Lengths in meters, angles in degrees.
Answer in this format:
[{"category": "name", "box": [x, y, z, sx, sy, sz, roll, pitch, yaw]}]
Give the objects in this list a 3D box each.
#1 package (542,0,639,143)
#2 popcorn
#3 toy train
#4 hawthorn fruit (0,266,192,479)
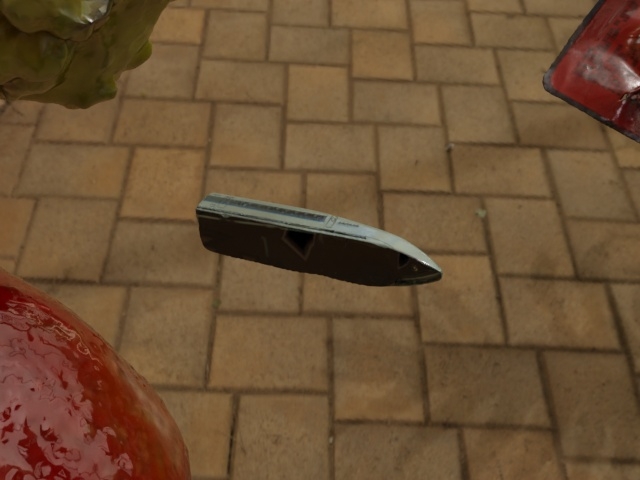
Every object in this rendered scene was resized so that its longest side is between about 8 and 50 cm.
[{"category": "package", "box": [0.436, -0.196, 0.933, 0.269, 0.071, 0.194, 36, 86, -2]}, {"category": "popcorn", "box": [-0.228, -0.204, 0.574, 0.266, 0.233, 0.192, -32, 84, 7]}, {"category": "toy train", "box": [0.000, 0.000, 0.731, 0.252, 0.055, 0.048, 12, 37, 21]}, {"category": "hawthorn fruit", "box": [-0.235, 0.119, 0.433, 0.285, 0.368, 0.284, -15, 21, 6]}]
